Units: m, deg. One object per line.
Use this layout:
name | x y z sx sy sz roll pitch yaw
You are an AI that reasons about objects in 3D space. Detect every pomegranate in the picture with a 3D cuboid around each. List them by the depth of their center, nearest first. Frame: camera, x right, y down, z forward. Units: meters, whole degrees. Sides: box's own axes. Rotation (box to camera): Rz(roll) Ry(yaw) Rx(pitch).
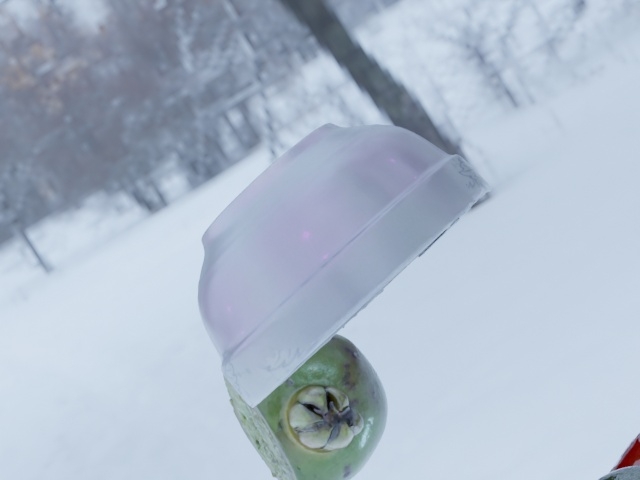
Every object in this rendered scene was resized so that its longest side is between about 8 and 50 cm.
pomegranate | -0.007 0.178 1.998 0.159 0.190 0.241 -31 -25 -11

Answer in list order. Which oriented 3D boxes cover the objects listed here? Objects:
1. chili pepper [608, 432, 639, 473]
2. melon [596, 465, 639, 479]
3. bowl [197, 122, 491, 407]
chili pepper | 0.244 0.327 1.443 0.338 0.131 0.134 -66 -16 -3
melon | 0.258 0.224 1.290 0.114 0.167 0.114 19 -90 -74
bowl | 0.000 0.000 1.541 0.287 0.144 0.287 -42 -4 -3
